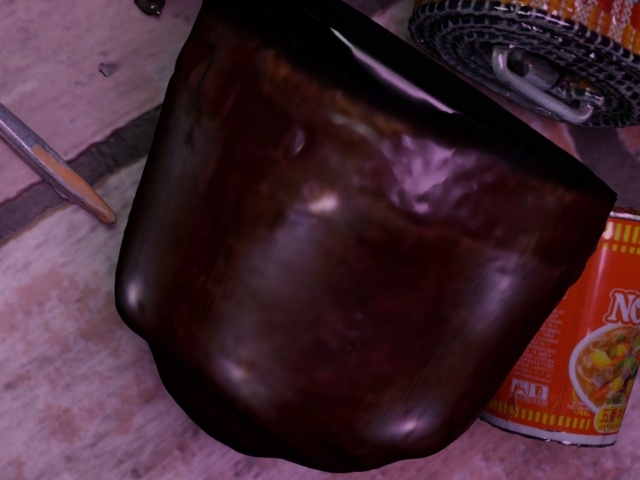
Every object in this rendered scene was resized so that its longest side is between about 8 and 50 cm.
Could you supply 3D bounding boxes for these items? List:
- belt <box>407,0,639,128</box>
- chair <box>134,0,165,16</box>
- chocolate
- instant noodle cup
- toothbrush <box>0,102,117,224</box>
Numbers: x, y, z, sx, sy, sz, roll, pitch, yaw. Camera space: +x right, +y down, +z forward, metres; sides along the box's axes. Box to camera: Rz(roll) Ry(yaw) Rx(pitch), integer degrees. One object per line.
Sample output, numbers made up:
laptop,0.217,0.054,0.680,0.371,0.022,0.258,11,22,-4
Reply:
belt,0.216,-0.188,1.261,0.295,0.207,0.160,25,76,-37
chair,-0.054,-0.439,1.023,0.362,0.410,0.365,-45,107,-17
chocolate,0.000,0.000,1.109,0.383,0.384,0.331,29,104,-21
instant noodle cup,0.219,0.069,1.289,0.193,0.193,0.212,7,95,-24
toothbrush,-0.300,-0.138,1.127,0.375,0.028,0.037,45,67,-17
